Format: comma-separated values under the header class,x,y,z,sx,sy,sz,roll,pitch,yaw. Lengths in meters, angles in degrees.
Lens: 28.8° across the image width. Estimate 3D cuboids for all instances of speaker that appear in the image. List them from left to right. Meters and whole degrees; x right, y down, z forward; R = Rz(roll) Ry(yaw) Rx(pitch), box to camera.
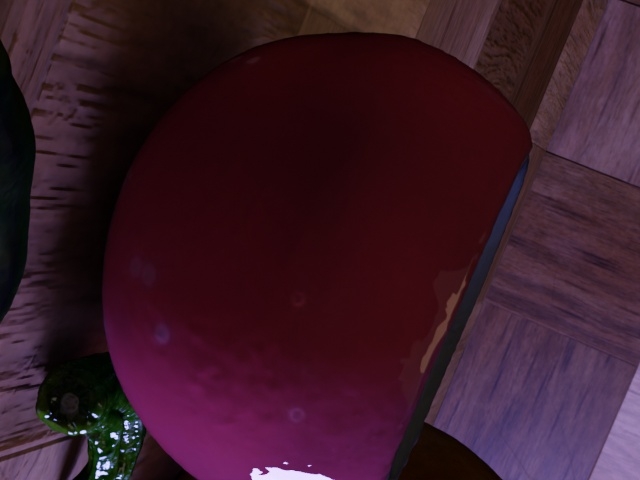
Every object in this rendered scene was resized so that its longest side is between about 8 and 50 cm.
class,x,y,z,sx,sy,sz,roll,pitch,yaw
speaker,0.004,0.017,0.740,0.294,0.294,0.294,-58,163,-30

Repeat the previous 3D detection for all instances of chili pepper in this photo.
class,x,y,z,sx,sy,sz,roll,pitch,yaw
chili pepper,-0.148,0.122,0.806,0.182,0.050,0.073,95,16,-55

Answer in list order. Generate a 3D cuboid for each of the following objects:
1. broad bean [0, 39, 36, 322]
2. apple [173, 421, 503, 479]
class,x,y,z,sx,sy,sz,roll,pitch,yaw
broad bean,-0.170,-0.022,0.511,0.144,0.049,0.292,-54,161,-35
apple,0.006,0.322,1.031,0.333,0.400,0.400,57,48,-26
